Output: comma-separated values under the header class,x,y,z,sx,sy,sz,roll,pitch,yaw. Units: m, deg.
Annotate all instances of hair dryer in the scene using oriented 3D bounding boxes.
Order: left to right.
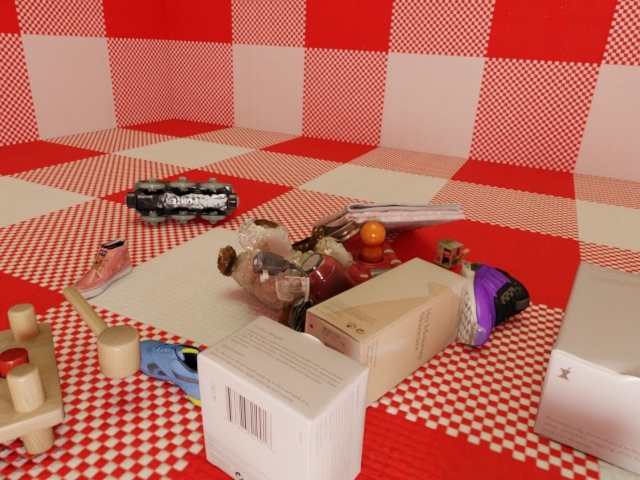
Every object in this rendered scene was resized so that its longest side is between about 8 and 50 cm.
class,x,y,z,sx,sy,sz,roll,pitch,yaw
hair dryer,-0.012,0.134,0.861,0.293,0.224,0.080,5,-6,-38

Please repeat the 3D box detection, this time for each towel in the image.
class,x,y,z,sx,sy,sz,roll,pitch,yaw
towel,0.173,-0.059,1.299,0.331,0.054,0.317,-2,-4,-15

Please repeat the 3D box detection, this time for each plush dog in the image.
class,x,y,z,sx,sy,sz,roll,pitch,yaw
plush dog,-0.094,0.072,1.001,0.262,0.211,0.225,14,-4,-33

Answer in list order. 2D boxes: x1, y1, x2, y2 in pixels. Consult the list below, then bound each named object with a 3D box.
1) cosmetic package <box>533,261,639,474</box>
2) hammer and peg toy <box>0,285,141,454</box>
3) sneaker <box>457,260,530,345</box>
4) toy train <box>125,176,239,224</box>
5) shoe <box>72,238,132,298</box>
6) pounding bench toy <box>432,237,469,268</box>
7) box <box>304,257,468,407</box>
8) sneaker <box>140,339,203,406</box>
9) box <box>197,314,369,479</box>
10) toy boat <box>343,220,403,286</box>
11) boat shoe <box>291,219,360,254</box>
class,x,y,z,sx,sy,sz,roll,pitch,yaw
cosmetic package,0.505,0.188,0.777,0.217,0.157,0.384,17,27,30
hammer and peg toy,-0.457,0.196,0.673,0.360,0.128,0.265,-11,25,-31
sneaker,0.362,0.123,0.978,0.145,0.102,0.293,9,23,13
toy train,-0.422,-0.132,1.464,0.333,0.143,0.190,-1,13,-11
shoe,-0.492,0.059,1.053,0.063,0.081,0.178,9,23,15
pounding bench toy,0.341,0.042,1.216,0.052,0.065,0.083,-12,27,-34
box,0.121,0.151,0.829,0.121,0.148,0.311,24,31,39
sneaker,-0.233,0.192,0.770,0.209,0.082,0.069,17,28,33
box,-0.047,0.220,0.592,0.180,0.182,0.119,18,29,34
toy boat,0.120,0.026,1.116,0.150,0.151,0.231,-1,23,-10
boat shoe,0.000,0.000,1.119,0.206,0.073,0.073,-32,-2,32
